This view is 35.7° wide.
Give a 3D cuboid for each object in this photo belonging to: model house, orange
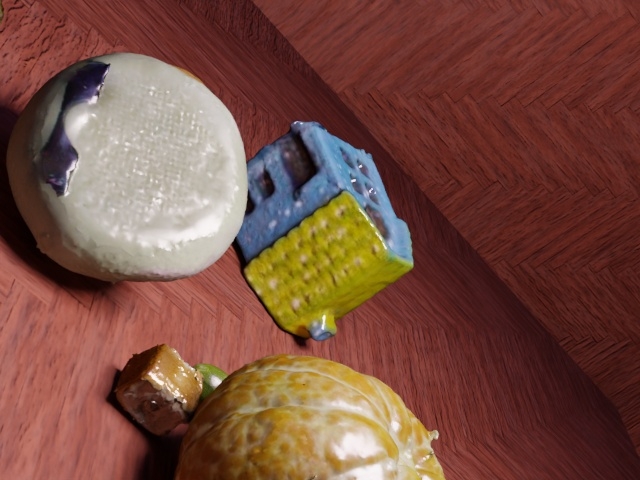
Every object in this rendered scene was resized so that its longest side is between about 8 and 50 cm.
[{"bbox_3d":[0.000,0.000,1.622,0.215,0.237,0.303,23,36,-55],"label":"model house"},{"bbox_3d":[-0.001,0.272,1.060,0.329,0.249,0.329,51,20,-26],"label":"orange"}]

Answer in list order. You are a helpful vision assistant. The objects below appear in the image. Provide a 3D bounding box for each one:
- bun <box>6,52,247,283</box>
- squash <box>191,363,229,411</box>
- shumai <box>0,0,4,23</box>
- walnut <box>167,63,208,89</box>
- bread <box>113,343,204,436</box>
[{"bbox_3d":[-0.239,-0.072,1.209,0.293,0.187,0.293,10,69,-27],"label":"bun"},{"bbox_3d":[-0.078,0.241,1.227,0.252,0.066,0.066,45,19,-23],"label":"squash"},{"bbox_3d":[-0.460,-0.341,1.329,0.099,0.087,0.124,55,16,9],"label":"shumai"},{"bbox_3d":[-0.220,-0.137,1.406,0.221,0.195,0.195,57,16,-13],"label":"walnut"},{"bbox_3d":[-0.181,0.167,1.102,0.083,0.077,0.070,48,30,-18],"label":"bread"}]
